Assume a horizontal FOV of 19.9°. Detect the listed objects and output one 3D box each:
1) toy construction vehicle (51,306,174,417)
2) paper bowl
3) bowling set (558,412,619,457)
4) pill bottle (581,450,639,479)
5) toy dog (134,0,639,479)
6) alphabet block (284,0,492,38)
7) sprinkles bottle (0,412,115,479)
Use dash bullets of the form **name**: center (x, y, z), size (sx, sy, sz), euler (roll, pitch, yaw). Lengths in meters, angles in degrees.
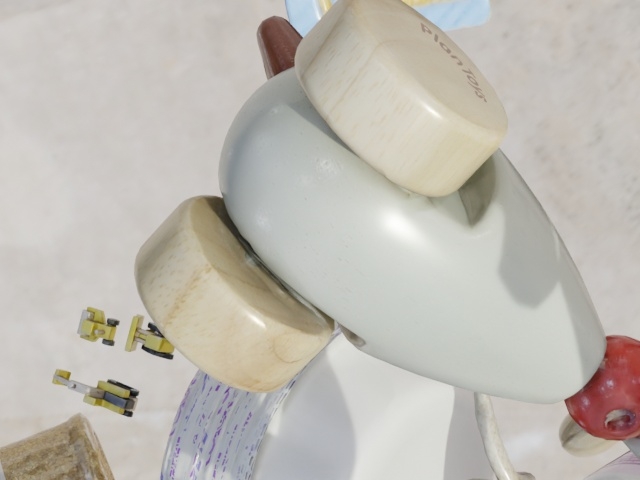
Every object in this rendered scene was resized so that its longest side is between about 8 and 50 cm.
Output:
- **toy construction vehicle**: center (-0.175, 0.100, 1.534), size (0.098, 0.035, 0.086), euler (21, 96, 27)
- **paper bowl**: center (0.025, 0.180, 1.400), size (0.148, 0.284, 0.284), euler (18, 121, 39)
- **bowling set**: center (0.375, 0.163, 1.643), size (0.200, 0.287, 0.154), euler (53, 137, 5)
- **pill bottle**: center (0.307, 0.200, 1.314), size (0.169, 0.301, 0.169), euler (20, 119, 41)
- **toy dog**: center (0.068, 0.005, 0.788), size (0.220, 0.161, 0.334), euler (-27, 130, 14)
- **alphabet block**: center (0.056, -0.307, 1.710), size (0.192, 0.197, 0.193), euler (-7, 114, 6)
- **sprinkles bottle**: center (-0.366, 0.280, 1.716), size (0.121, 0.355, 0.121), euler (158, 90, -83)
